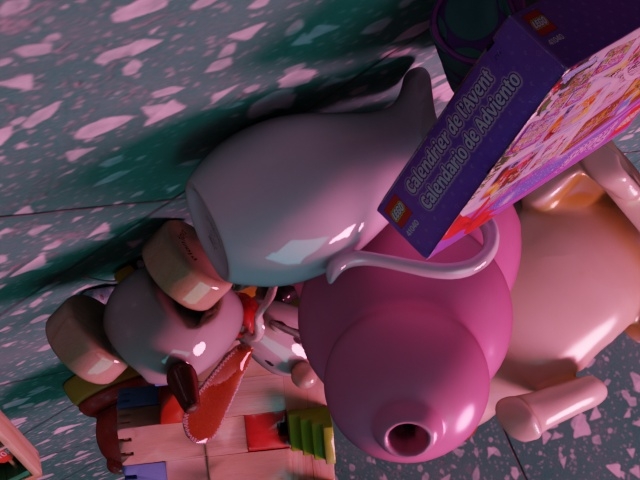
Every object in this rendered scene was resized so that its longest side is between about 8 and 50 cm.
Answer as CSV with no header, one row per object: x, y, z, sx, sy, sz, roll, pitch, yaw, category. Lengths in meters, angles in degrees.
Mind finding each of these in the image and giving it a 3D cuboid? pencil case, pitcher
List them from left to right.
0.018,-0.024,1.231,0.207,0.178,0.125,-22,152,-15,pitcher
0.120,-0.142,1.178,0.070,0.064,0.152,-15,170,8,pencil case

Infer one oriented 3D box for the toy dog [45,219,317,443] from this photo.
-0.084,0.101,1.489,0.334,0.161,0.220,-2,143,-41,toy dog

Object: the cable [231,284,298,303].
0.000,0.000,1.713,0.287,0.072,0.139,-31,162,-42,cable

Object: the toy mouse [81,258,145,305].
-0.175,0.050,1.565,0.161,0.031,0.143,-18,168,-31,toy mouse

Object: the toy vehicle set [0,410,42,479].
-0.447,0.245,1.685,0.267,0.035,0.166,-26,135,7,toy vehicle set

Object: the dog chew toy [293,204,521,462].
0.069,0.053,1.346,0.206,0.206,0.332,-28,-149,21,dog chew toy

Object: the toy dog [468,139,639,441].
0.192,0.057,1.784,0.408,0.284,0.395,-37,-156,11,toy dog

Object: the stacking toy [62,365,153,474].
-0.150,0.194,2.054,0.309,0.130,0.279,-22,169,-5,stacking toy

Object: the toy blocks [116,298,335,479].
-0.119,0.224,1.862,0.261,0.381,0.191,-6,-157,-3,toy blocks

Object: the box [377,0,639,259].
0.185,-0.117,1.173,0.293,0.057,0.201,-31,161,-44,box
